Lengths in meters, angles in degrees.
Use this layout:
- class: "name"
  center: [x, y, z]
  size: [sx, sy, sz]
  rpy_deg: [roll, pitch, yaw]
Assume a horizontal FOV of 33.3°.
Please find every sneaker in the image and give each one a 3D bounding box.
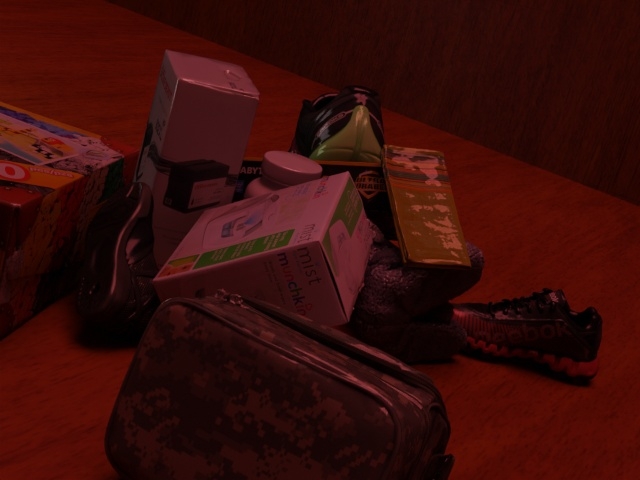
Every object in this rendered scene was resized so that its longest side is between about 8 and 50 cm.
- class: "sneaker"
  center: [0.023, -0.167, 2.024]
  size: [0.185, 0.202, 0.483]
  rpy_deg: [14, -12, -17]
- class: "sneaker"
  center: [0.320, 0.128, 1.686]
  size: [0.276, 0.135, 0.097]
  rpy_deg: [14, 20, -4]
- class: "sneaker"
  center: [-0.246, 0.035, 1.415]
  size: [0.130, 0.087, 0.227]
  rpy_deg: [50, 30, -43]

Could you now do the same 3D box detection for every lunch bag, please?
- class: "lunch bag"
  center: [-0.031, 0.185, 1.098]
  size: [0.305, 0.212, 0.256]
  rpy_deg: [24, 5, 21]

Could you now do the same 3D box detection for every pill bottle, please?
- class: "pill bottle"
  center: [-0.068, -0.021, 1.639]
  size: [0.121, 0.216, 0.121]
  rpy_deg: [14, 19, -5]

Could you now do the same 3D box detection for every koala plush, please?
- class: "koala plush"
  center: [0.096, 0.060, 1.612]
  size: [0.203, 0.196, 0.221]
  rpy_deg: [-8, 32, -32]

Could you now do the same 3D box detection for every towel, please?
- class: "towel"
  center: [0.153, -0.053, 1.567]
  size: [0.102, 0.021, 0.237]
  rpy_deg: [2, 47, -11]

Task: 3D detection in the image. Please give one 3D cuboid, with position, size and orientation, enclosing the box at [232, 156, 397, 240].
- class: "box"
  center: [0.019, -0.067, 1.803]
  size: [0.322, 0.079, 0.257]
  rpy_deg: [4, -10, 23]

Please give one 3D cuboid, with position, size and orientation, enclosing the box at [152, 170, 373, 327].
- class: "box"
  center: [-0.065, 0.031, 1.441]
  size: [0.231, 0.127, 0.262]
  rpy_deg: [-15, 19, 17]

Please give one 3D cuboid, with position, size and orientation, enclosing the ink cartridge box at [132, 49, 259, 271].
- class: "ink cartridge box"
  center: [-0.207, -0.117, 1.655]
  size: [0.129, 0.307, 0.223]
  rpy_deg: [12, 18, -17]

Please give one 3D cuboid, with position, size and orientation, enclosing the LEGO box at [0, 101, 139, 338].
- class: "LEGO box"
  center: [-0.553, -0.081, 1.420]
  size: [0.500, 0.193, 0.372]
  rpy_deg: [19, 18, 6]
